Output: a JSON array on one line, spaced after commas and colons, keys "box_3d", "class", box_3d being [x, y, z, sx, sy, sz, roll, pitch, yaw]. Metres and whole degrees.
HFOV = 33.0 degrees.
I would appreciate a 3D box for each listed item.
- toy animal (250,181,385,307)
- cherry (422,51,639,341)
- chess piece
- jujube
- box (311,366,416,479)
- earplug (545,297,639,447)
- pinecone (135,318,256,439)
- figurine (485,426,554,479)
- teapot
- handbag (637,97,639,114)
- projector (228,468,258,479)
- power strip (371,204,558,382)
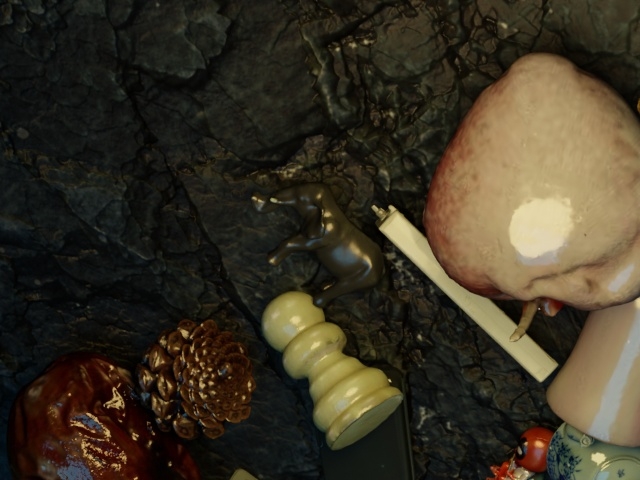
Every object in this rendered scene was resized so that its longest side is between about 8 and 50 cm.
[{"box_3d": [0.000, -0.005, 1.666, 0.245, 0.114, 0.146, 38, 128, -26], "class": "toy animal"}, {"box_3d": [0.309, -0.056, 1.430, 0.326, 0.291, 0.335, 35, 107, 27], "class": "cherry"}, {"box_3d": [0.002, 0.187, 1.703, 0.144, 0.144, 0.251, -49, 66, 29], "class": "chess piece"}, {"box_3d": [-0.373, 0.381, 1.854, 0.276, 0.276, 0.377, -40, 95, 28], "class": "jujube"}, {"box_3d": [0.072, 0.317, 1.808, 0.160, 0.050, 0.230, -1, 113, 18], "class": "box"}, {"box_3d": [0.450, 0.122, 1.545, 0.172, 0.172, 0.301, 18, 112, 10], "class": "earplug"}, {"box_3d": [-0.215, 0.233, 1.791, 0.208, 0.208, 0.207, 7, 115, 15], "class": "pinecone"}, {"box_3d": [0.334, 0.355, 1.731, 0.075, 0.068, 0.140, 38, 121, 2], "class": "figurine"}, {"box_3d": [0.436, 0.349, 1.631, 0.159, 0.159, 0.232, -29, 113, 27], "class": "teapot"}, {"box_3d": [0.478, -0.182, 1.467, 0.083, 0.027, 0.061, -27, 102, 25], "class": "handbag"}, {"box_3d": [-0.094, 0.546, 1.887, 0.257, 0.192, 0.099, 36, 124, 1], "class": "projector"}, {"box_3d": [0.211, 0.073, 1.622, 0.367, 0.106, 0.043, 44, 94, -4], "class": "power strip"}]
